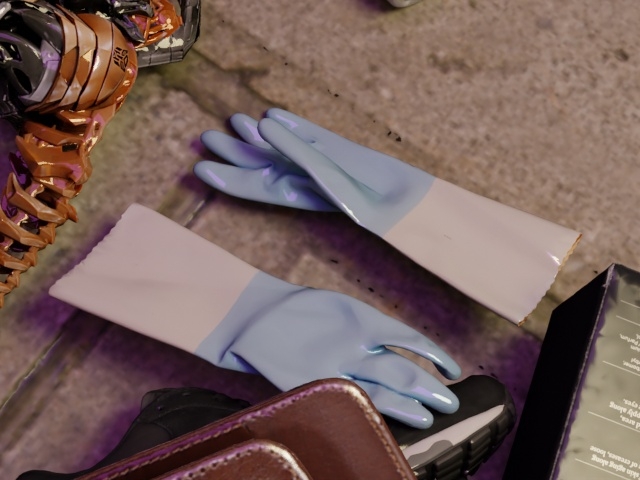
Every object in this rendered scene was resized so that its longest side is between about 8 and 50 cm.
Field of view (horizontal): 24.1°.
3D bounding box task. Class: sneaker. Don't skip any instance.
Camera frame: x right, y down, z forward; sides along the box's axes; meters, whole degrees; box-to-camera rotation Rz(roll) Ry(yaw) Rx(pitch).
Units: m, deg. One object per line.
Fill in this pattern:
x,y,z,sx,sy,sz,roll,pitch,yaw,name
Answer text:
-0.037,0.116,0.795,0.283,0.107,0.124,-25,67,-11,sneaker

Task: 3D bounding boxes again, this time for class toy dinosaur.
-0.177,-0.118,0.852,0.218,0.164,0.322,11,54,-15,toy dinosaur

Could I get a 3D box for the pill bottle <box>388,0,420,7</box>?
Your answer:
0.033,-0.207,0.930,0.065,0.065,0.116,-37,77,-14,pill bottle

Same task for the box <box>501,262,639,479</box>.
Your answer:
0.229,0.151,0.778,0.261,0.103,0.184,22,68,-4,box

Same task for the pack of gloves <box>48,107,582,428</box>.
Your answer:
0.000,0.000,0.817,0.232,0.046,0.195,23,48,21,pack of gloves

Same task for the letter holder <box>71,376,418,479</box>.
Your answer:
-0.008,0.238,0.663,0.214,0.152,0.302,-22,95,-5,letter holder
